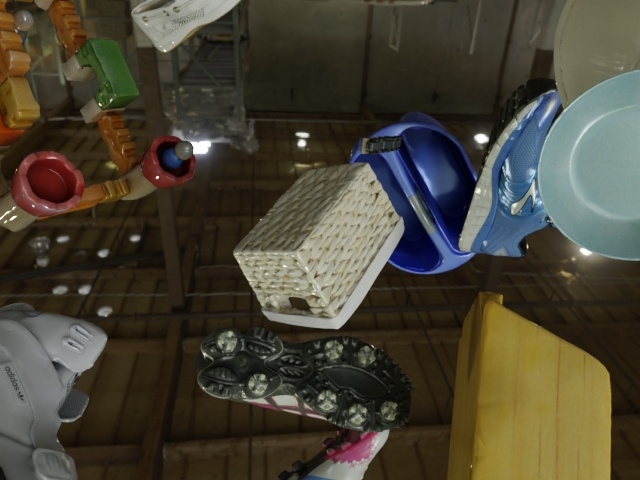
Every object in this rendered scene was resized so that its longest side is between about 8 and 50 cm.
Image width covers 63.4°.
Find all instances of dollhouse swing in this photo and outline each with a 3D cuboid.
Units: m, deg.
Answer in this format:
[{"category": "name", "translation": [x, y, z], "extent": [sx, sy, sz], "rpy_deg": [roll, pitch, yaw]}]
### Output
[{"category": "dollhouse swing", "translation": [0.313, 0.252, 0.596], "extent": [0.304, 0.347, 0.316], "rpy_deg": [6, -106, 13]}]

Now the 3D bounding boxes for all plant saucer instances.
[{"category": "plant saucer", "translation": [0.326, -0.077, 0.534], "extent": [0.194, 0.195, 0.037], "rpy_deg": [11, -159, 13]}]

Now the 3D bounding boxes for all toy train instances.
[{"category": "toy train", "translation": [0.093, -0.154, 0.819], "extent": [0.036, 0.027, 0.158], "rpy_deg": [15, -162, 21]}]

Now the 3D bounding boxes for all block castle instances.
[{"category": "block castle", "translation": [-0.405, -0.264, 0.786], "extent": [0.212, 0.454, 0.303], "rpy_deg": [-21, -177, 37]}]

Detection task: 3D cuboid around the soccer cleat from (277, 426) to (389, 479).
[{"category": "soccer cleat", "translation": [0.045, 0.513, 1.144], "extent": [0.143, 0.331, 0.116], "rpy_deg": [50, -165, -1]}]

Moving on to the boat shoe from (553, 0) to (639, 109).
[{"category": "boat shoe", "translation": [0.336, -0.286, 0.565], "extent": [0.096, 0.325, 0.116], "rpy_deg": [-8, -167, -35]}]

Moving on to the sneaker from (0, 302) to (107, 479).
[{"category": "sneaker", "translation": [-0.263, 0.192, 0.484], "extent": [0.365, 0.137, 0.210], "rpy_deg": [36, -150, 14]}]

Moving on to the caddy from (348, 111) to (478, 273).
[{"category": "caddy", "translation": [0.195, -0.090, 1.043], "extent": [0.241, 0.341, 0.179], "rpy_deg": [-27, -155, 18]}]

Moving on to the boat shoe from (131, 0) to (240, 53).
[{"category": "boat shoe", "translation": [-0.205, -0.412, 0.843], "extent": [0.277, 0.096, 0.098], "rpy_deg": [-23, -132, 30]}]

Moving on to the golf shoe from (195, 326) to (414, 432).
[{"category": "golf shoe", "translation": [-0.019, 0.172, 0.654], "extent": [0.272, 0.120, 0.105], "rpy_deg": [16, -113, -7]}]

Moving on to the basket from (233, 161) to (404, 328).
[{"category": "basket", "translation": [0.000, 0.000, 0.571], "extent": [0.113, 0.103, 0.167], "rpy_deg": [-2, -142, 42]}]

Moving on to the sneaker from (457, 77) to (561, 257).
[{"category": "sneaker", "translation": [0.329, -0.101, 0.830], "extent": [0.147, 0.330, 0.130], "rpy_deg": [17, -133, 14]}]
